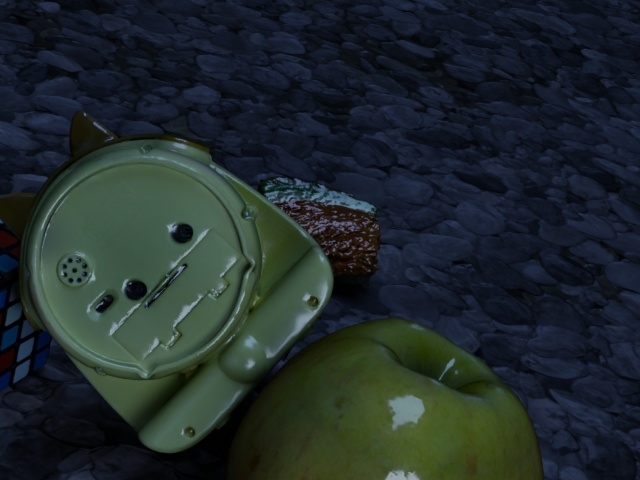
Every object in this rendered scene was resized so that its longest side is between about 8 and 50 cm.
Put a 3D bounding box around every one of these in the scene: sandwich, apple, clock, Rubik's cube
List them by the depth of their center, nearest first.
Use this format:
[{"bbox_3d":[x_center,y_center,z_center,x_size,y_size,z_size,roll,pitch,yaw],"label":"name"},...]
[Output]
[{"bbox_3d":[0.064,0.237,1.523,0.339,0.305,0.338,11,29,-6],"label":"apple"},{"bbox_3d":[-0.185,0.029,1.580,0.348,0.286,0.117,43,1,-2],"label":"clock"},{"bbox_3d":[-0.426,0.068,1.693,0.187,0.184,0.182,27,31,20],"label":"Rubik's cube"},{"bbox_3d":[-0.009,-0.003,2.119,0.185,0.109,0.159,12,49,-11],"label":"sandwich"}]

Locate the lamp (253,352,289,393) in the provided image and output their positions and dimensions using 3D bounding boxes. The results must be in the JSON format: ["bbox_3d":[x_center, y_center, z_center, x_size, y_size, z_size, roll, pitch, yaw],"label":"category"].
[{"bbox_3d":[-0.154,0.078,1.803,0.247,0.247,0.301,51,0,-21],"label":"lamp"}]
